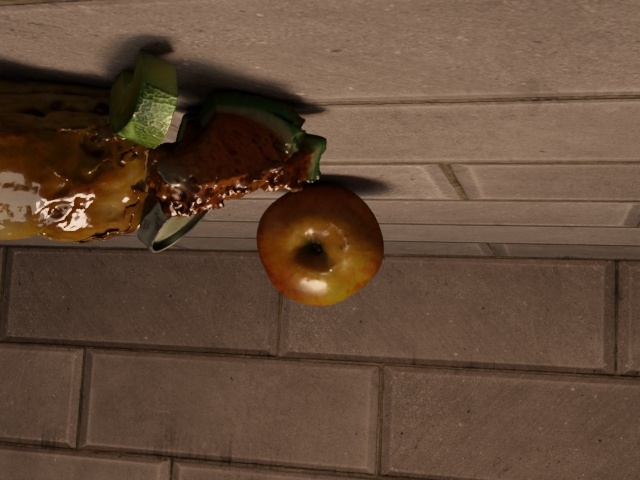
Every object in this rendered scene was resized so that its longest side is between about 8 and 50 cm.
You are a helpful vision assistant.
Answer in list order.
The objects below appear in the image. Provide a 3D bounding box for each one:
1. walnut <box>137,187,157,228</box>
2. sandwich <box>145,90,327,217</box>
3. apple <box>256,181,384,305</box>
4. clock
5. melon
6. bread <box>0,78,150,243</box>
[{"bbox_3d":[-0.411,-0.096,1.923,0.166,0.149,0.166,16,-163,-5],"label":"walnut"},{"bbox_3d":[-0.148,-0.143,1.313,0.250,0.162,0.301,14,-153,16],"label":"sandwich"},{"bbox_3d":[0.000,0.000,2.004,0.301,0.302,0.301,3,174,0],"label":"apple"},{"bbox_3d":[-0.299,-0.066,1.898,0.049,0.226,0.226,44,177,6],"label":"clock"},{"bbox_3d":[-0.241,-0.188,1.189,0.064,0.118,0.209,11,166,-23],"label":"melon"},{"bbox_3d":[-0.426,-0.101,1.337,0.324,0.167,0.277,8,135,-17],"label":"bread"}]
